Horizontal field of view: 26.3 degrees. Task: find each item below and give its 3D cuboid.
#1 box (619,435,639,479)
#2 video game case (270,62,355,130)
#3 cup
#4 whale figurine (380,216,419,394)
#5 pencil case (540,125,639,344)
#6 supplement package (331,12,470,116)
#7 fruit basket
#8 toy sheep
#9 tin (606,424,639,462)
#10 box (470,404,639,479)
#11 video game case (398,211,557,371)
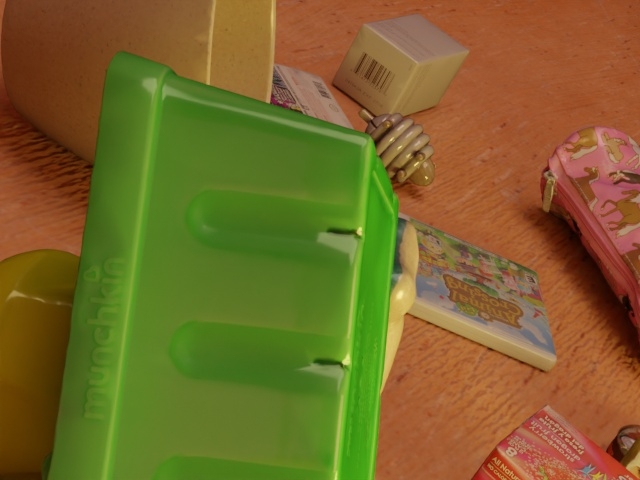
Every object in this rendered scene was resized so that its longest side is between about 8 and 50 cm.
[{"bbox_3d":[0.395,0.291,1.358,0.232,0.087,0.058,32,25,8],"label":"box"},{"bbox_3d":[-0.054,-0.154,1.720,0.210,0.041,0.232,10,33,-33],"label":"video game case"},{"bbox_3d":[-0.191,-0.201,1.432,0.237,0.331,0.331,5,26,8],"label":"cup"},{"bbox_3d":[-0.020,0.094,1.085,0.141,0.272,0.216,25,32,-7],"label":"whale figurine"},{"bbox_3d":[0.419,0.013,1.774,0.386,0.167,0.160,-115,179,-48],"label":"pencil case"},{"bbox_3d":[0.118,-0.251,1.979,0.105,0.105,0.179,38,29,18],"label":"supplement package"},{"bbox_3d":[-0.142,0.082,0.931,0.392,0.392,0.283,38,-4,15],"label":"fruit basket"},{"bbox_3d":[0.098,-0.122,1.765,0.132,0.091,0.091,50,30,3],"label":"toy sheep"},{"bbox_3d":[0.388,0.265,1.449,0.190,0.040,0.106,31,23,2],"label":"tin"},{"bbox_3d":[0.239,0.281,1.178,0.257,0.128,0.123,40,29,17],"label":"box"},{"bbox_3d":[0.170,0.054,1.606,0.212,0.023,0.193,23,28,-12],"label":"video game case"}]
